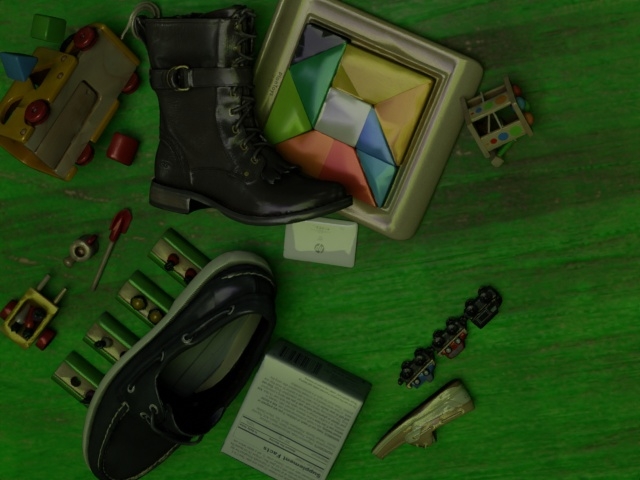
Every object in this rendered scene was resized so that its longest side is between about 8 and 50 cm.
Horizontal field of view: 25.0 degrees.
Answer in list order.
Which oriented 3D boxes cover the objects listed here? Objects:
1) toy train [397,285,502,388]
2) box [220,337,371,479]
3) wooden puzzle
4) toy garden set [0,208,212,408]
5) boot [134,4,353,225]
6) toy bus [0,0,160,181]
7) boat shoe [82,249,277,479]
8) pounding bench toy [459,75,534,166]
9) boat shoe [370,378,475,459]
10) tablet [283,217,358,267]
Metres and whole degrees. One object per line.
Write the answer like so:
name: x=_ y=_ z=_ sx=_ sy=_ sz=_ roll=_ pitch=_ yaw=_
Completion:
toy train: x=0.148 y=0.114 z=1.643 sx=0.036 sy=0.027 sz=0.158 roll=41 pitch=107 yaw=-11
box: x=-0.027 y=0.205 z=1.674 sx=0.126 sy=0.072 sz=0.137 roll=27 pitch=106 yaw=4
wooden puzzle: x=0.032 y=-0.139 z=1.596 sx=0.238 sy=0.044 sz=0.221 roll=24 pitch=106 yaw=5
toy garden set: x=-0.249 y=0.083 z=1.700 sx=0.204 sy=0.049 sz=0.244 roll=39 pitch=107 yaw=0
boot: x=-0.087 y=-0.139 z=1.564 sx=0.263 sy=0.091 sz=0.229 roll=7 pitch=102 yaw=19
toy bus: x=-0.287 y=-0.171 z=1.617 sx=0.104 sy=0.202 sz=0.191 roll=19 pitch=116 yaw=38
boat shoe: x=-0.155 y=0.172 z=1.650 sx=0.127 sy=0.113 sz=0.340 roll=30 pitch=108 yaw=-37
pounding bench toy: x=0.200 y=-0.124 z=1.562 sx=0.065 sy=0.052 sz=0.083 roll=-24 pitch=129 yaw=14
boat shoe: x=0.118 y=0.215 z=1.659 sx=0.135 sy=0.050 sz=0.045 roll=-40 pitch=88 yaw=17
tablet: x=0.000 y=0.000 z=1.655 sx=0.083 sy=0.006 sz=0.054 roll=8 pitch=105 yaw=10
